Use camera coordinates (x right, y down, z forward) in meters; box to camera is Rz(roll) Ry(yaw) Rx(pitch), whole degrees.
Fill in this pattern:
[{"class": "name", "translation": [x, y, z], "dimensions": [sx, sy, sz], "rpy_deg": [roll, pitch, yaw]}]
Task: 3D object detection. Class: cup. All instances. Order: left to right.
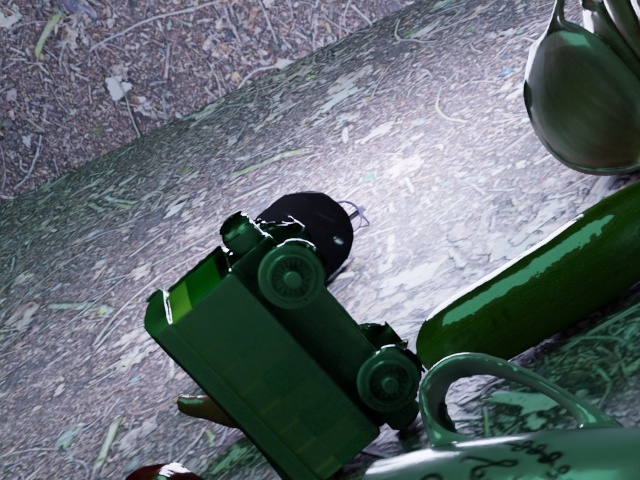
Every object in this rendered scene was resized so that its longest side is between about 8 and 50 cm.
[{"class": "cup", "translation": [0.161, 0.198, 1.099], "dimensions": [0.234, 0.186, 0.258], "rpy_deg": [-19, 62, 20]}]

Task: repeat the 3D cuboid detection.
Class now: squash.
[{"class": "squash", "translation": [0.268, 0.035, 1.553], "dimensions": [0.379, 0.101, 0.101], "rpy_deg": [-33, 18, -3]}]

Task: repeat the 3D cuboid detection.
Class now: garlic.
[{"class": "garlic", "translation": [0.378, -0.207, 1.803], "dimensions": [0.210, 0.292, 0.237], "rpy_deg": [-32, -23, -20]}]

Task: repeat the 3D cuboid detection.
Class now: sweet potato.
[{"class": "sweet potato", "translation": [-0.032, 0.177, 1.718], "dimensions": [0.314, 0.066, 0.072], "rpy_deg": [-20, 28, 24]}]

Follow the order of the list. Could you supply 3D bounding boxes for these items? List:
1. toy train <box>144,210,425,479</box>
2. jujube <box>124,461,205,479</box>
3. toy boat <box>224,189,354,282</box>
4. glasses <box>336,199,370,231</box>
[{"class": "toy train", "translation": [-0.033, 0.116, 1.523], "dimensions": [0.202, 0.301, 0.120], "rpy_deg": [-40, 19, 4]}, {"class": "jujube", "translation": [-0.174, 0.331, 1.418], "dimensions": [0.155, 0.155, 0.230], "rpy_deg": [-11, 33, 46]}, {"class": "toy boat", "translation": [-0.075, 0.048, 2.048], "dimensions": [0.299, 0.134, 0.092], "rpy_deg": [-43, -4, -35]}, {"class": "glasses", "translation": [0.000, 0.000, 2.182], "dimensions": [0.140, 0.062, 0.104], "rpy_deg": [-40, -2, -23]}]
